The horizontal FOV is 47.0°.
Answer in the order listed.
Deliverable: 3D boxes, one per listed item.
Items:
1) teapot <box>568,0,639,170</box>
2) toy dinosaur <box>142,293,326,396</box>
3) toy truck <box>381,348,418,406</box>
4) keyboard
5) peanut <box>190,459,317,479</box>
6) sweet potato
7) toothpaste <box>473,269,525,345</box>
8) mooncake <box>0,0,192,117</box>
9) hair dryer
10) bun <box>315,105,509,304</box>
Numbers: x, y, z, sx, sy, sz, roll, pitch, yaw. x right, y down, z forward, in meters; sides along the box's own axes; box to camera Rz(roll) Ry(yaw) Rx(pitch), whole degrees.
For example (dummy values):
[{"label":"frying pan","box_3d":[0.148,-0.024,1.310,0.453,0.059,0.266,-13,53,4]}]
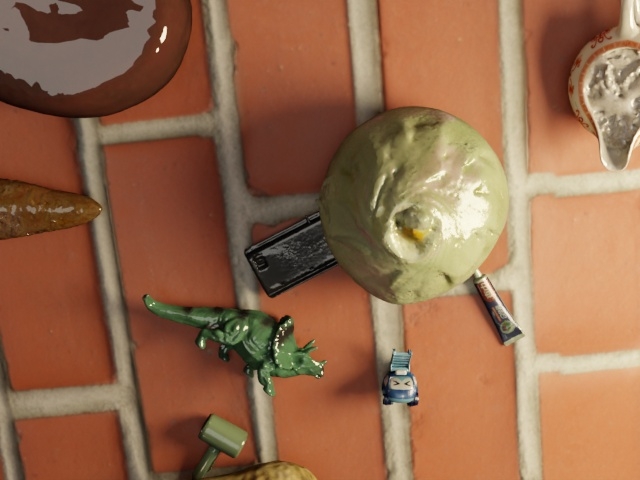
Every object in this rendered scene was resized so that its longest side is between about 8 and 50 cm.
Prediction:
[{"label":"teapot","box_3d":[0.425,-0.227,1.014,0.116,0.159,0.246,-26,112,-37]},{"label":"toy dinosaur","box_3d":[-0.133,0.160,1.132,0.291,0.079,0.120,11,96,-4]},{"label":"toy truck","box_3d":[0.123,0.206,1.134,0.056,0.073,0.090,0,102,1]},{"label":"keyboard","box_3d":[0.000,0.000,1.121,0.230,0.025,0.094,-27,101,6]},{"label":"peanut","box_3d":[-0.134,0.433,1.155,0.291,0.159,0.143,-14,73,-7]},{"label":"sweet potato","box_3d":[-0.500,-0.058,1.087,0.341,0.092,0.114,18,84,-3]},{"label":"toothpaste","box_3d":[0.271,0.101,1.138,0.037,0.021,0.140,-29,102,11]},{"label":"mooncake","box_3d":[-0.354,-0.321,0.991,0.325,0.174,0.334,-27,96,3]},{"label":"hair dryer","box_3d":[-0.181,0.353,1.194,0.071,0.047,0.150,31,111,-3]},{"label":"bun","box_3d":[0.140,-0.046,1.015,0.283,0.179,0.284,-2,99,-12]}]
